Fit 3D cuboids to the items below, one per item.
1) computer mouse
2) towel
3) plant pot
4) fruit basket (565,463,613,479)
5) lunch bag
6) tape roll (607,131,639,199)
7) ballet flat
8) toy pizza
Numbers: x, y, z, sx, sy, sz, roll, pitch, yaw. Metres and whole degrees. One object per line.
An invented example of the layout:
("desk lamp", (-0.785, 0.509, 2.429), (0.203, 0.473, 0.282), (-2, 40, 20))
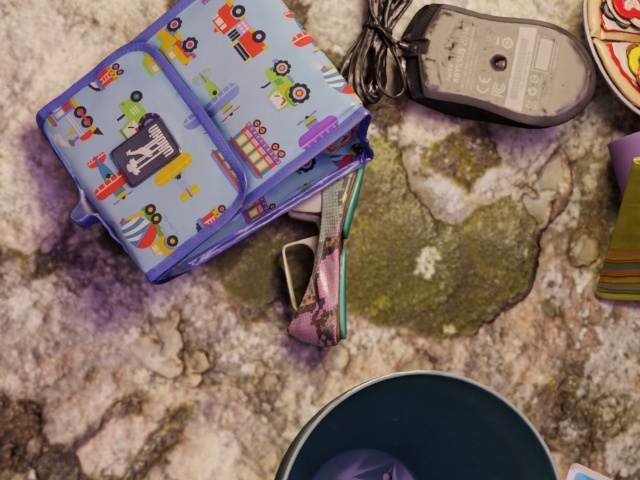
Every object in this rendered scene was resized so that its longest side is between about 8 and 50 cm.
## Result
("computer mouse", (0.167, -0.201, 1.622), (0.272, 0.072, 0.188), (17, 79, -2))
("towel", (0.362, -0.006, 1.567), (0.102, 0.237, 0.021), (0, 53, -1))
("plant pot", (0.071, 0.277, 1.463), (0.290, 0.195, 0.290), (2, 83, -16))
("fruit basket", (0.366, 0.453, 1.546), (0.353, 0.165, 0.327), (26, 80, -6))
("lunch bag", (-0.128, -0.105, 1.480), (0.293, 0.138, 0.221), (-36, 75, -7))
("tape roll", (0.416, -0.094, 1.614), (0.189, 0.189, 0.080), (-15, 88, -17))
("ballet flat", (0.000, 0.000, 1.548), (0.079, 0.077, 0.221), (7, 81, 4))
("toy pizza", (0.375, -0.228, 1.662), (0.201, 0.032, 0.201), (14, 65, -33))
